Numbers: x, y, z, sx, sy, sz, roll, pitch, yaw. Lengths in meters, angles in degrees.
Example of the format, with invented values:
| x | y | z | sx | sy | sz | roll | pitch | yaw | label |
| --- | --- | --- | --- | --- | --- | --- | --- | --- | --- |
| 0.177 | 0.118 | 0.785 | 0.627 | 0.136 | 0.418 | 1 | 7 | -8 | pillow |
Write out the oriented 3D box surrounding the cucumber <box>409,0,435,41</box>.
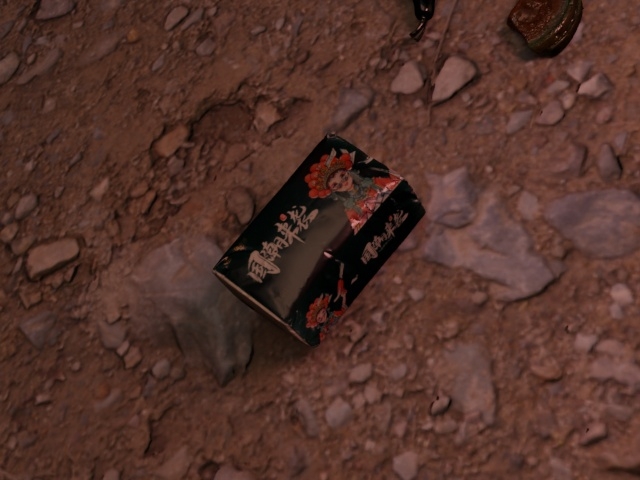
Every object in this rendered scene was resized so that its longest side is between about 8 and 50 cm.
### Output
| x | y | z | sx | sy | sz | roll | pitch | yaw | label |
| --- | --- | --- | --- | --- | --- | --- | --- | --- | --- |
| 0.103 | -0.283 | 1.026 | 0.043 | 0.039 | 0.163 | -28 | 50 | 34 | cucumber |

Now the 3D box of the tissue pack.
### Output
| x | y | z | sx | sy | sz | roll | pitch | yaw | label |
| --- | --- | --- | --- | --- | --- | --- | --- | --- | --- |
| 0.000 | 0.001 | 0.879 | 0.103 | 0.090 | 0.170 | 33 | 80 | 32 | tissue pack |

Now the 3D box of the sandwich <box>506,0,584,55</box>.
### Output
| x | y | z | sx | sy | sz | roll | pitch | yaw | label |
| --- | --- | --- | --- | --- | --- | --- | --- | --- | --- |
| 0.218 | -0.223 | 0.946 | 0.069 | 0.026 | 0.101 | 17 | 71 | 30 | sandwich |
